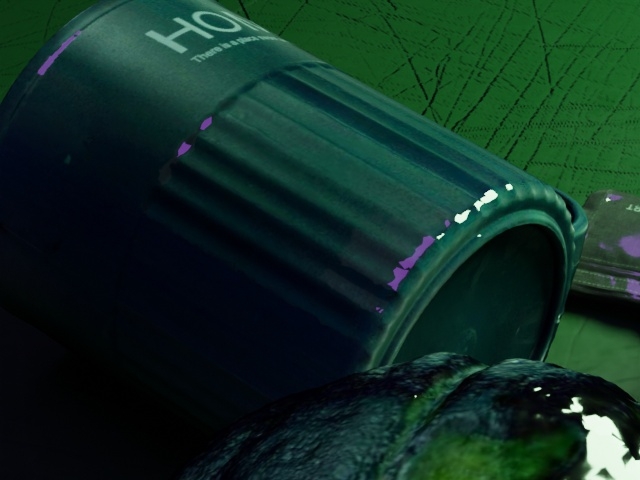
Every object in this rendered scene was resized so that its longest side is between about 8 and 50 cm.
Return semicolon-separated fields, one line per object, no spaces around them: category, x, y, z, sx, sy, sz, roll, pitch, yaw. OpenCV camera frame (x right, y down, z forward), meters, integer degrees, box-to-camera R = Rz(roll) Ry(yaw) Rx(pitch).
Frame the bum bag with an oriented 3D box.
bum bag;0.248;0.022;0.998;0.197;0.049;0.087;15;70;20

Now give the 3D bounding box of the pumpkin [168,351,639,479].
pumpkin;0.060;0.218;0.571;0.363;0.363;0.266;15;44;21

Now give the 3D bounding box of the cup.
cup;-0.010;0.016;0.923;0.292;0.308;0.242;30;93;32
